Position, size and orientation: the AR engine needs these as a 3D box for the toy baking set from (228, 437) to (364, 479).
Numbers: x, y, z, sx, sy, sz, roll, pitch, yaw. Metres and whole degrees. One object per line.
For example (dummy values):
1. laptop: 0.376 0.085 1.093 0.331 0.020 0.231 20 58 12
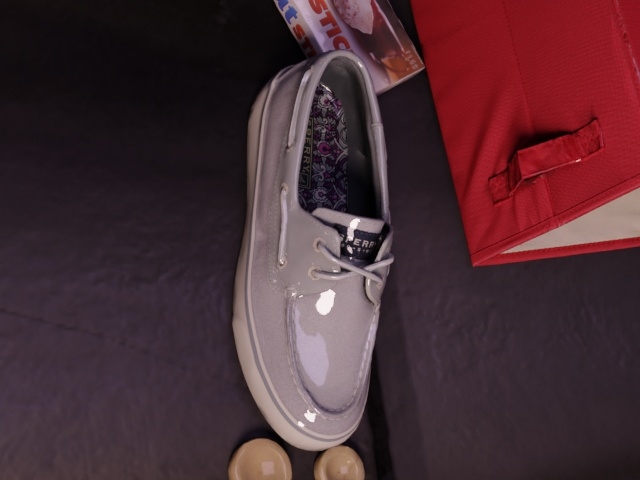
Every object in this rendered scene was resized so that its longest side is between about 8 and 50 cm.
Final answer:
1. toy baking set: -0.001 0.219 0.771 0.197 0.030 0.256 -42 97 -32

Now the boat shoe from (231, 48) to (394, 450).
1. boat shoe: 0.001 0.000 0.811 0.079 0.081 0.227 7 71 -27

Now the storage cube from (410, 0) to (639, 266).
1. storage cube: 0.192 -0.106 0.890 0.215 0.183 0.193 -5 77 -30

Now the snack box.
1. snack box: -0.006 -0.169 0.896 0.064 0.022 0.178 -30 91 -31
